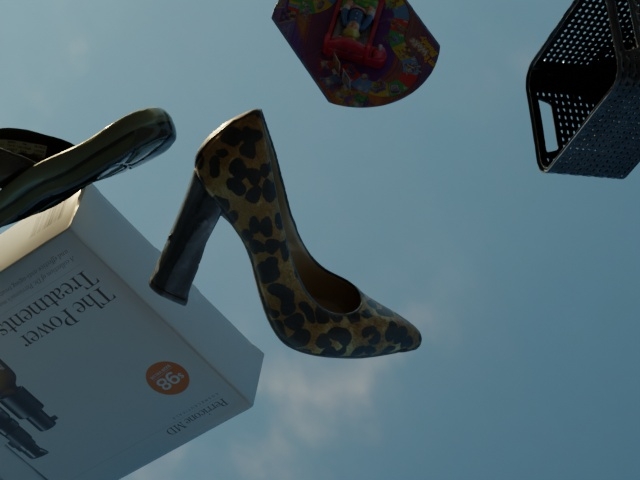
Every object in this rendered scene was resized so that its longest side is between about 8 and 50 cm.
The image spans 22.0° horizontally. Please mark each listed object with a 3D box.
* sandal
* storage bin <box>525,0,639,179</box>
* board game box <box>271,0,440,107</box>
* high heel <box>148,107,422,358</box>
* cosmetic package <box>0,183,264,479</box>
[{"bbox_3d":[-0.263,-0.066,1.456,0.302,0.120,0.086,-23,-87,21],"label":"sandal"},{"bbox_3d":[0.264,-0.147,1.504,0.084,0.180,0.122,3,-118,-15],"label":"storage bin"},{"bbox_3d":[0.038,-0.210,1.604,0.133,0.033,0.169,-26,-112,-18],"label":"board game box"},{"bbox_3d":[0.000,0.000,1.439,0.093,0.261,0.186,-108,-140,-62],"label":"high heel"},{"bbox_3d":[-0.295,0.139,1.766,0.377,0.284,0.097,-31,-151,27],"label":"cosmetic package"}]
